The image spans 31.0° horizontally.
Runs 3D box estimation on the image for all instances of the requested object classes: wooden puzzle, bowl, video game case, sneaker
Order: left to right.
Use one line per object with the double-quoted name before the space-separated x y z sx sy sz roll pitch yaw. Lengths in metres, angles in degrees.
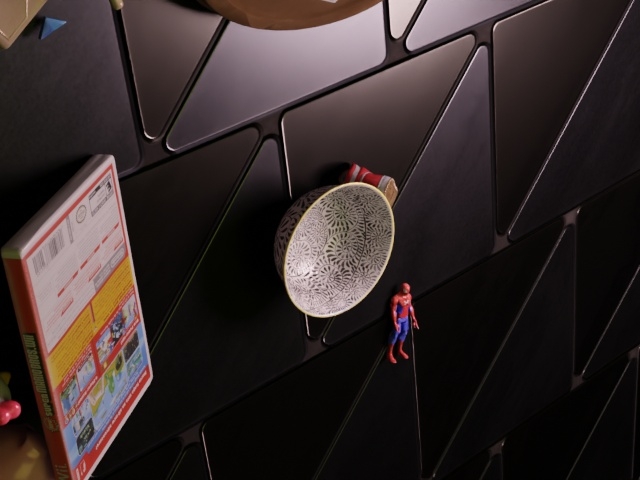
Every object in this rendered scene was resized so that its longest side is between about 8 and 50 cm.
"wooden puzzle" -0.292 -0.223 1.060 0.078 0.014 0.116 -45 133 -10
"video game case" -0.238 0.083 1.170 0.204 0.025 0.285 -62 152 -57
"bowl" 0.000 0.000 1.384 0.170 0.080 0.170 -19 121 -35
"sneaker" 0.058 -0.062 1.440 0.118 0.067 0.042 71 41 -73

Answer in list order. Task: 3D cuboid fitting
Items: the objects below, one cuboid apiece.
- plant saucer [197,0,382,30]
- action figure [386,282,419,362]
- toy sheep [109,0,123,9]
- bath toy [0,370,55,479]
"plant saucer" -0.007 -0.289 1.137 0.278 0.041 0.278 -13 159 -5
"action figure" 0.111 0.111 1.579 0.038 0.030 0.115 -13 116 -32
"toy sheep" -0.217 -0.269 1.055 0.091 0.091 0.132 -40 127 -21
"bath toy" -0.323 0.255 1.182 0.151 0.129 0.348 -65 151 -50
